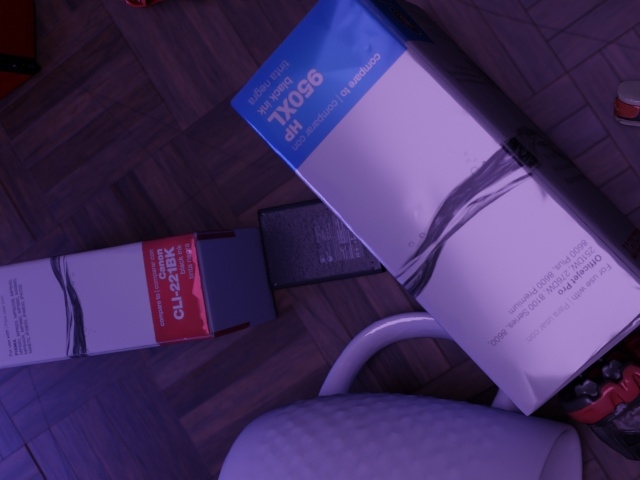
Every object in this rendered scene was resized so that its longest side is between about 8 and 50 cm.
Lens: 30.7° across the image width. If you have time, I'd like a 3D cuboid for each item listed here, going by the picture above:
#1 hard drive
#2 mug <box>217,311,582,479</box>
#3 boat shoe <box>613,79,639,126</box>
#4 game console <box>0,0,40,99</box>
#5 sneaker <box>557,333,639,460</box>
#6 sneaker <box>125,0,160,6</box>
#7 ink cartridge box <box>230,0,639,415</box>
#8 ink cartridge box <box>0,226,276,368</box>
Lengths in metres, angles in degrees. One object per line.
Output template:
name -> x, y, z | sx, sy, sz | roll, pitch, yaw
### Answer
hard drive -> 0.000, 0.000, 1.316 | 0.135, 0.022, 0.094 | -10, 91, 18
mug -> 0.085, 0.248, 1.201 | 0.328, 0.276, 0.374 | 8, 66, 24
boat shoe -> 0.366, -0.128, 1.181 | 0.137, 0.049, 0.043 | 12, 139, 14
game console -> -0.400, -0.226, 1.365 | 0.124, 0.144, 0.085 | -32, 83, 17
sneaker -> 0.379, 0.120, 1.167 | 0.276, 0.097, 0.135 | -38, 98, 7
sneaker -> -0.251, -0.352, 1.337 | 0.270, 0.090, 0.145 | 14, 95, 14
ink cartridge box -> 0.142, -0.050, 1.129 | 0.395, 0.285, 0.166 | 47, 107, 10
ink cartridge box -> -0.214, 0.062, 1.297 | 0.272, 0.197, 0.114 | -10, 89, 18
